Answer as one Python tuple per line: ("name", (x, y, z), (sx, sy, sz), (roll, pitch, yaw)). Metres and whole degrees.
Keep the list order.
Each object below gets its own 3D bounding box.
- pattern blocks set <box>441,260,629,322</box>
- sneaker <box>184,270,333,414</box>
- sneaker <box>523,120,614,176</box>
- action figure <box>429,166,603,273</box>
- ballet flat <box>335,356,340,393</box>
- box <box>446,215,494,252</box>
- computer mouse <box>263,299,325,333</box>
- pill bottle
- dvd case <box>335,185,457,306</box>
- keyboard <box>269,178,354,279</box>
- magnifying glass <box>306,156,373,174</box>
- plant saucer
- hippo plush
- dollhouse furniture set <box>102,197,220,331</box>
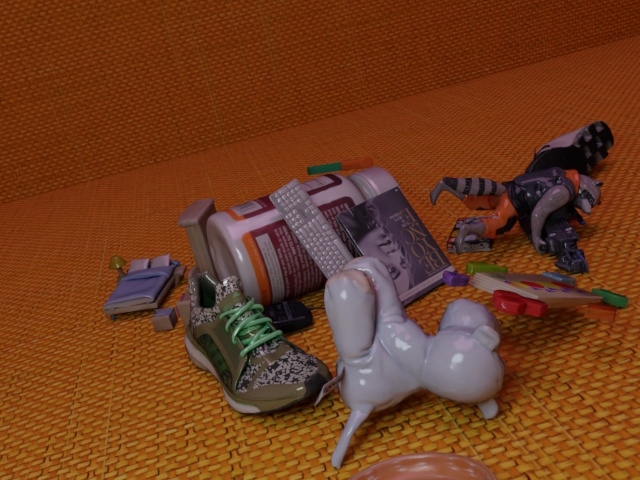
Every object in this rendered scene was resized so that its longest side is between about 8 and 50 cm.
("pattern blocks set", (0.351, 0.083, 1.162), (0.325, 0.026, 0.285), (5, 11, -26))
("sneaker", (-0.137, 0.158, 1.208), (0.158, 0.182, 0.410), (-26, 25, -30))
("sneaker", (0.586, -0.186, 1.763), (0.331, 0.122, 0.146), (-30, 9, -33))
("action figure", (0.423, -0.065, 1.437), (0.330, 0.178, 0.341), (-11, 25, -3))
("ballet flat", (0.043, 0.211, 1.168), (0.041, 0.041, 0.114), (-12, 21, 4))
("box", (0.340, -0.015, 1.569), (0.094, 0.027, 0.137), (-4, 24, 24))
("computer mouse", (-0.008, 0.143, 1.379), (0.242, 0.041, 0.071), (-9, 30, -7))
("pill bottle", (-0.022, -0.011, 1.501), (0.392, 0.224, 0.224), (-21, 23, -20))
("dvd case", (0.152, 0.010, 1.405), (0.165, 0.221, 0.018), (-26, -13, -30))
("keyboard", (0.000, 0.000, 1.378), (0.072, 0.256, 0.014), (-36, 2, -20))
("magnifying glass", (0.044, -0.157, 1.506), (0.092, 0.026, 0.231), (-11, 5, -24))
("plant saucer", (0.112, 0.315, 0.835), (0.200, 0.037, 0.200), (-13, 9, 2))
("hippo plush", (0.141, 0.142, 1.019), (0.237, 0.234, 0.294), (-5, 22, 21))
("dollhouse furniture set", (-0.382, 0.060, 1.569), (0.304, 0.198, 0.286), (-9, 22, 11))
